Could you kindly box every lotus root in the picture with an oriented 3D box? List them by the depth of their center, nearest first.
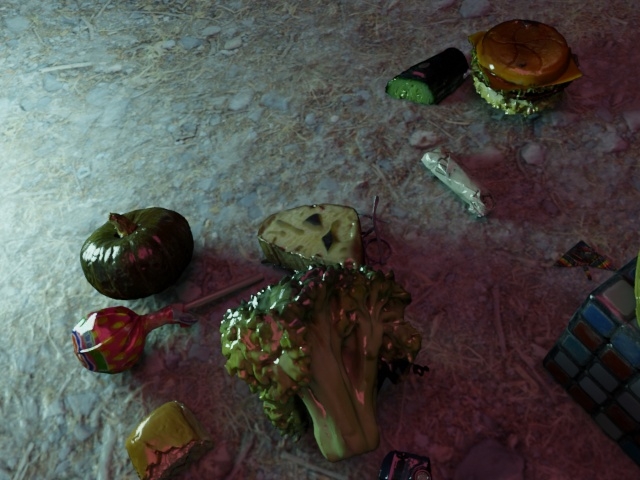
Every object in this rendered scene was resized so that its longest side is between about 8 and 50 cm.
[{"bbox_3d":[0.000,0.000,1.118,0.260,0.074,0.170,9,45,34],"label":"lotus root"}]

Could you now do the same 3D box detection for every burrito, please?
[{"bbox_3d":[0.288,-0.127,1.223,0.064,0.064,0.203,-29,59,-13],"label":"burrito"}]

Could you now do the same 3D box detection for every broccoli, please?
[{"bbox_3d":[0.018,0.183,0.891,0.293,0.348,0.281,-17,68,1],"label":"broccoli"}]

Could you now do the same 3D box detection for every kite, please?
[{"bbox_3d":[0.507,0.038,1.133,0.122,0.004,0.090,-1,58,5],"label":"kite"}]

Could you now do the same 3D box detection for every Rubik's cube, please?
[{"bbox_3d":[0.565,0.166,0.881,0.286,0.292,0.293,-32,62,-14],"label":"Rubik's cube"}]

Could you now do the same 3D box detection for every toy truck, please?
[{"bbox_3d":[0.114,0.426,0.891,0.088,0.074,0.202,9,60,21],"label":"toy truck"}]

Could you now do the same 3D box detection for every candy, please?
[{"bbox_3d":[-0.272,0.135,1.097,0.365,0.124,0.124,-21,58,-21],"label":"candy"}]

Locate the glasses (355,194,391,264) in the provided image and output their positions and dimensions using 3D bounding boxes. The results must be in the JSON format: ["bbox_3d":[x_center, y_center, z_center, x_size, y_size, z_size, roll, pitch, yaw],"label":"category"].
[{"bbox_3d":[0.097,-0.030,1.152,0.062,0.104,0.140,-22,62,-11],"label":"glasses"}]

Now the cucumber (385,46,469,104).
[{"bbox_3d":[0.260,-0.389,1.381,0.193,0.086,0.115,-34,59,-23],"label":"cucumber"}]

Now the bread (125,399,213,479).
[{"bbox_3d":[-0.256,0.334,0.968,0.125,0.082,0.106,-39,70,-15],"label":"bread"}]

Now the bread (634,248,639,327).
[{"bbox_3d":[0.440,0.053,0.725,0.086,0.125,0.156,5,73,18],"label":"bread"}]

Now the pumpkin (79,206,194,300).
[{"bbox_3d":[-0.350,0.011,1.113,0.218,0.162,0.219,-17,27,9],"label":"pumpkin"}]

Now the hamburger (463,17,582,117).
[{"bbox_3d":[0.446,-0.390,1.325,0.243,0.139,0.262,-3,58,1],"label":"hamburger"}]
